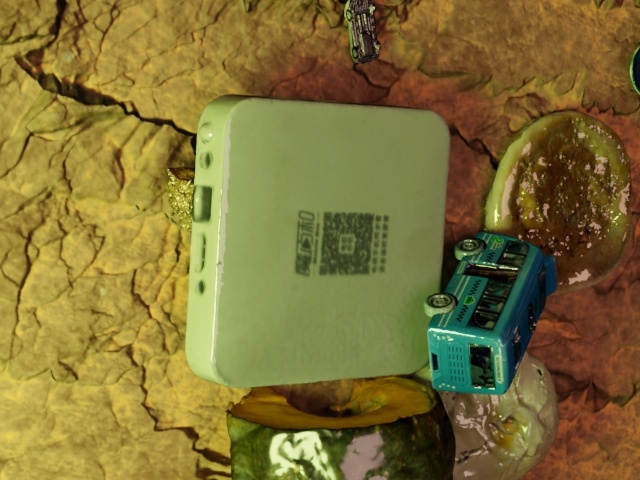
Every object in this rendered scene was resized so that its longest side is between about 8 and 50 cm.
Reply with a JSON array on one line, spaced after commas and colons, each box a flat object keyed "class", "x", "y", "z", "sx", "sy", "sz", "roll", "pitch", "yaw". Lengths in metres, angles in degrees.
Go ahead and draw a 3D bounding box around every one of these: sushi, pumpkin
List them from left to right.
[{"class": "sushi", "x": -0.162, "y": -0.045, "z": 1.641, "sx": 0.118, "sy": 0.061, "sz": 0.060, "roll": 56, "pitch": 46, "yaw": -14}, {"class": "pumpkin", "x": 0.029, "y": 0.301, "z": 1.676, "sx": 0.303, "sy": 0.256, "sz": 0.225, "roll": -6, "pitch": 103, "yaw": -10}]

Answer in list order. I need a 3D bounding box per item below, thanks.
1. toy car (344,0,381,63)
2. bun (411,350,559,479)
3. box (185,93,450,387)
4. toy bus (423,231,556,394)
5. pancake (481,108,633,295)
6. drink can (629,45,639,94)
[{"class": "toy car", "x": 0.055, "y": -0.284, "z": 1.735, "sx": 0.041, "sy": 0.025, "sz": 0.093, "roll": -16, "pitch": 107, "yaw": -25}, {"class": "bun", "x": 0.238, "y": 0.247, "z": 1.830, "sx": 0.239, "sy": 0.141, "sz": 0.239, "roll": -3, "pitch": 97, "yaw": -23}, {"class": "box", "x": 0.000, "y": 0.000, "z": 1.690, "sx": 0.373, "sy": 0.090, "sz": 0.367, "roll": 0, "pitch": 96, "yaw": -35}, {"class": "toy bus", "x": 0.228, "y": 0.095, "z": 1.753, "sx": 0.246, "sy": 0.134, "sz": 0.113, "roll": -54, "pitch": 144, "yaw": -49}, {"class": "pancake", "x": 0.354, "y": -0.053, "z": 1.901, "sx": 0.282, "sy": 0.049, "sz": 0.282, "roll": -2, "pitch": 95, "yaw": -27}, {"class": "drink can", "x": 0.548, "y": -0.250, "z": 1.880, "sx": 0.118, "sy": 0.205, "sz": 0.118, "roll": -2, "pitch": 96, "yaw": -25}]
